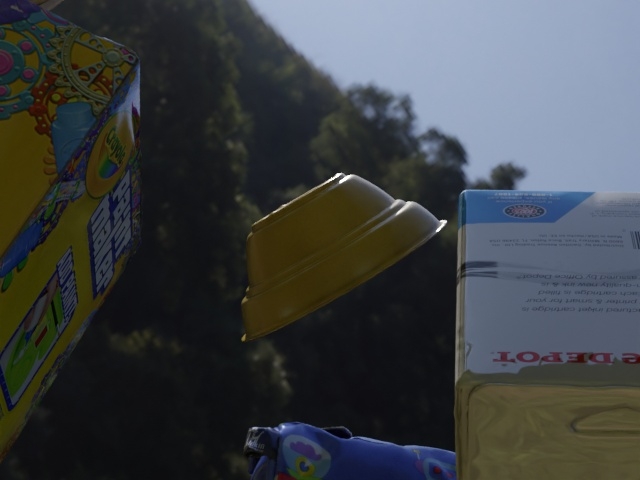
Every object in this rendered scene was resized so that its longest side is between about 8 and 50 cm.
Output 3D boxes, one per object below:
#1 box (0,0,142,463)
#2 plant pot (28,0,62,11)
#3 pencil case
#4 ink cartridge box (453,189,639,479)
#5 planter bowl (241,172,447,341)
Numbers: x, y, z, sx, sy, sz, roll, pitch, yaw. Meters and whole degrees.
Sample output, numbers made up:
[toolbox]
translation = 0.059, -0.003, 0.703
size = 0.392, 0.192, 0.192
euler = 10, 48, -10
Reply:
[box]
translation = -0.261, 0.008, 0.540
size = 0.290, 0.279, 0.177
euler = 28, -24, 6
[plant pot]
translation = -0.247, -0.351, 1.201
size = 0.305, 0.334, 0.334
euler = 7, -53, 51
[pencil case]
translation = 0.086, 0.200, 0.959
size = 0.119, 0.306, 0.133
euler = 113, -17, -53
[ink cartridge box]
translation = 0.135, 0.050, 0.677
size = 0.191, 0.139, 0.082
euler = -78, 168, -60
[planter bowl]
translation = 0.000, 0.000, 1.273
size = 0.090, 0.217, 0.217
euler = 60, -22, -4
